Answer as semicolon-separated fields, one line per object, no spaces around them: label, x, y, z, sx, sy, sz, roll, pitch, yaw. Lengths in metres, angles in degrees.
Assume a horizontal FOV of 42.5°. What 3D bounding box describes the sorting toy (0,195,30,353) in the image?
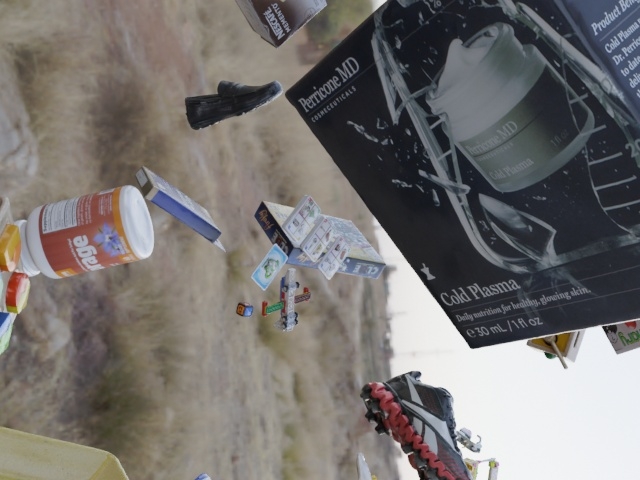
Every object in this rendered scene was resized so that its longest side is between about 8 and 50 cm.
sorting toy;-0.448;0.072;1.153;0.193;0.038;0.208;100;-7;-46

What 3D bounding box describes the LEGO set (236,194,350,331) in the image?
LEGO set;-0.062;0.058;1.521;0.060;0.244;0.182;21;-21;41

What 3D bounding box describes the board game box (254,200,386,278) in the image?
board game box;0.000;0.000;1.700;0.042;0.243;0.165;-60;-139;23

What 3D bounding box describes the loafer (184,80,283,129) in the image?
loafer;-0.182;-0.288;1.670;0.076;0.223;0.078;-43;116;-61

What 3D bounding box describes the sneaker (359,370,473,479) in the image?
sneaker;0.182;0.311;1.329;0.276;0.135;0.097;49;-21;43

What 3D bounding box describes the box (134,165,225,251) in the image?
box;-0.295;-0.068;1.784;0.225;0.036;0.136;38;5;-32

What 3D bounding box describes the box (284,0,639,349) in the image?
box;0.281;-0.150;1.054;0.471;0.297;0.480;54;-30;-5

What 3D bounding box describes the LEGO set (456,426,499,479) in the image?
LEGO set;0.344;0.593;1.987;0.132;0.107;0.287;48;-53;44

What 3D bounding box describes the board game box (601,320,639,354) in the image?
board game box;0.633;0.104;1.619;0.193;0.053;0.305;64;-18;12

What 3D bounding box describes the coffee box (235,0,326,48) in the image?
coffee box;-0.107;-0.506;1.545;0.098;0.141;0.246;43;-8;40

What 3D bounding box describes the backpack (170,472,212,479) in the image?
backpack;-0.305;0.683;1.920;0.263;0.213;0.276;-28;142;-53

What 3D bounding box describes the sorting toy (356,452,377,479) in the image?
sorting toy;0.059;0.331;1.127;0.083;0.045;0.075;85;-6;-70

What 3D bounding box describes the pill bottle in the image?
pill bottle;-0.385;-0.007;1.310;0.121;0.216;0.121;-13;90;-85

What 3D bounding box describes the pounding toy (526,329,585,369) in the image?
pounding toy;0.593;0.248;2.065;0.100;0.130;0.141;31;78;-52

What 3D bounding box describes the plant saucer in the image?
plant saucer;-0.422;0.407;1.235;0.081;0.333;0.333;-60;-143;5
